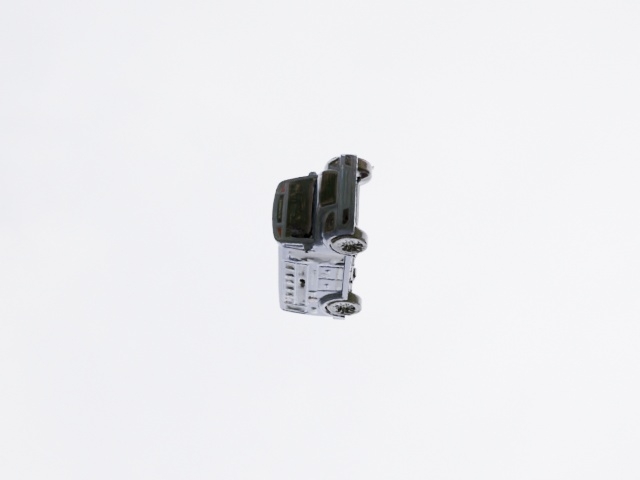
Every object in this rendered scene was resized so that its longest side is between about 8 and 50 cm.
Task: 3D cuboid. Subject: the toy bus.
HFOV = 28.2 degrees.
[{"bbox_3d":[0.000,0.000,1.006,0.076,0.167,0.073,3,-119,1],"label":"toy bus"}]
